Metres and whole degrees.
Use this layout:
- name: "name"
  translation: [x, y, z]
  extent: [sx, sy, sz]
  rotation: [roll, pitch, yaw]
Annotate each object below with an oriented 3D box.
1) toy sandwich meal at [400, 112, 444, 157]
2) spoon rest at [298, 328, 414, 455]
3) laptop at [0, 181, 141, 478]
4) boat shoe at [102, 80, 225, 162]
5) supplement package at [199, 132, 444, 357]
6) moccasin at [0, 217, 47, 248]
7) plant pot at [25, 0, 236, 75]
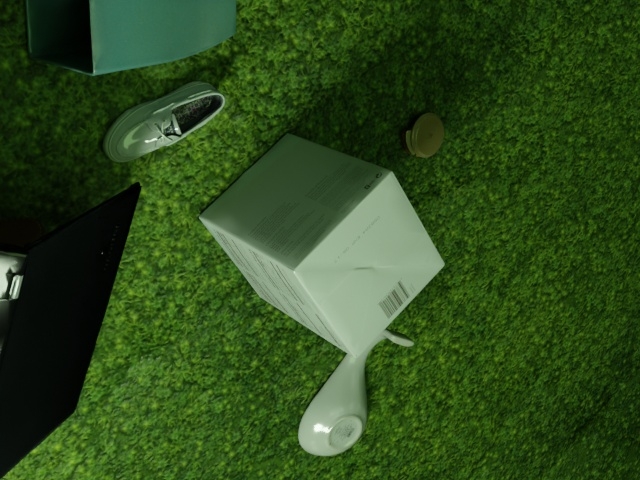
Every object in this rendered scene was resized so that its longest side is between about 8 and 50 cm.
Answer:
- name: "toy sandwich meal"
  translation: [0.175, -0.179, 1.659]
  extent: [0.085, 0.029, 0.086]
  rotation: [-13, 111, -37]
- name: "spoon rest"
  translation: [0.058, 0.264, 1.712]
  extent: [0.137, 0.084, 0.276]
  rotation: [22, 106, -38]
- name: "laptop"
  translation: [-0.443, 0.109, 1.153]
  extent: [0.408, 0.236, 0.382]
  rotation: [10, 116, -23]
- name: "boat shoe"
  translation: [-0.213, -0.161, 1.353]
  extent: [0.184, 0.063, 0.066]
  rotation: [-29, 121, -26]
- name: "supplement package"
  translation: [0.000, 0.000, 1.440]
  extent: [0.199, 0.262, 0.198]
  rotation: [-45, 128, -15]
- name: "moccasin"
  translation: [-0.514, -0.002, 1.153]
  extent: [0.380, 0.139, 0.147]
  rotation: [0, 115, -27]
- name: "plant pot"
  translation: [-0.227, -0.311, 1.230]
  extent: [0.234, 0.165, 0.165]
  rotation: [-15, 115, -39]
